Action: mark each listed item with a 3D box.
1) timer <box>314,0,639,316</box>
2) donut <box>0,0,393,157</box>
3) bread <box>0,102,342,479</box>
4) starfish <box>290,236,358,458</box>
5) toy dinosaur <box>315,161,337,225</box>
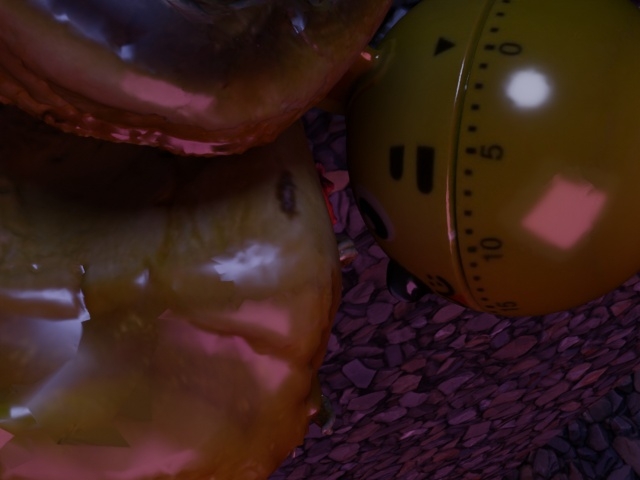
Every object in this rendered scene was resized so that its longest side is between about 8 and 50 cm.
[{"bbox_3d":[0.155,-0.094,0.798,0.386,0.376,0.376,8,158,29],"label":"timer"},{"bbox_3d":[-0.097,-0.196,0.498,0.329,0.330,0.160,-9,161,-25],"label":"donut"},{"bbox_3d":[-0.169,0.028,0.609,0.360,0.394,0.250,-8,135,-8],"label":"bread"},{"bbox_3d":[-0.061,0.049,0.864,0.094,0.327,0.375,-7,108,-21],"label":"starfish"},{"bbox_3d":[0.002,0.004,0.952,0.070,0.139,0.286,-21,146,-7],"label":"toy dinosaur"}]
